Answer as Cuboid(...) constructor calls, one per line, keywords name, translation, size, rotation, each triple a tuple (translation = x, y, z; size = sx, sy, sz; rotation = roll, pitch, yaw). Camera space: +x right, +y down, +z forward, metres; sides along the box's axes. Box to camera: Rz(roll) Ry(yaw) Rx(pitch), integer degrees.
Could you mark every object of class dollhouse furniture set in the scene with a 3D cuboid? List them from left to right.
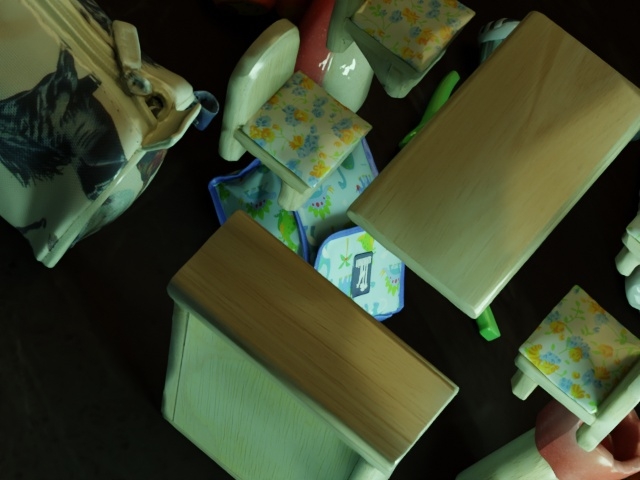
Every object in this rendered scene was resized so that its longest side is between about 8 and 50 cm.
Cuboid(name="dollhouse furniture set", translation=(0.082, -0.011, 1.178), size=(0.362, 0.256, 0.394), rotation=(39, 69, 9))

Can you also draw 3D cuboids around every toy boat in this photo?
Cuboid(name="toy boat", translation=(-0.022, -0.213, 1.520), size=(0.151, 0.151, 0.231), rotation=(6, 50, -8))

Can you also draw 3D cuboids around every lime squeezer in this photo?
Cuboid(name="lime squeezer", translation=(0.117, -0.065, 1.593), size=(0.110, 0.059, 0.310), rotation=(24, 45, -33))

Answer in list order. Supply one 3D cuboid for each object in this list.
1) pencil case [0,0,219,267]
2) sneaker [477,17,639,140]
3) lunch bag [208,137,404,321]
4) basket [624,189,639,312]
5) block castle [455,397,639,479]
Cuboid(name="pencil case", translation=(-0.259, -0.182, 1.173), size=(0.410, 0.183, 0.160), rotation=(47, 37, -7))
Cuboid(name="sneaker", translation=(0.243, -0.136, 1.790), size=(0.223, 0.083, 0.098), rotation=(27, 64, -24))
Cuboid(name="lunch bag", translation=(0.000, 0.000, 1.386), size=(0.129, 0.096, 0.151), rotation=(-13, 82, -50))
Cuboid(name="basket", translation=(0.535, -0.014, 1.787), size=(0.331, 0.328, 0.266), rotation=(38, 35, -19))
Cuboid(name="block castle", translation=(0.303, 0.339, 1.332), size=(0.453, 0.213, 0.303), rotation=(41, 38, -15))
